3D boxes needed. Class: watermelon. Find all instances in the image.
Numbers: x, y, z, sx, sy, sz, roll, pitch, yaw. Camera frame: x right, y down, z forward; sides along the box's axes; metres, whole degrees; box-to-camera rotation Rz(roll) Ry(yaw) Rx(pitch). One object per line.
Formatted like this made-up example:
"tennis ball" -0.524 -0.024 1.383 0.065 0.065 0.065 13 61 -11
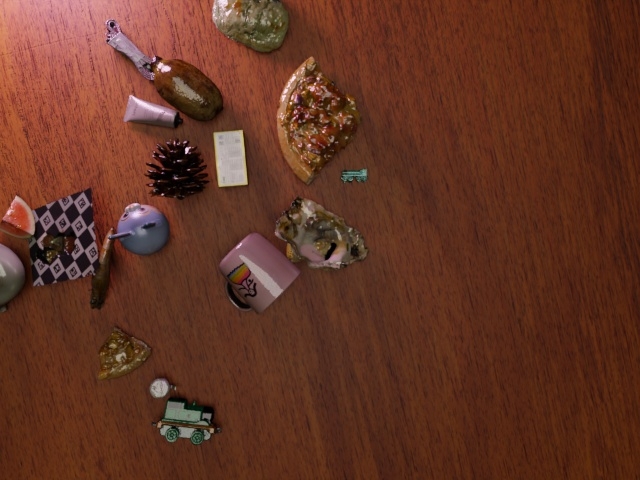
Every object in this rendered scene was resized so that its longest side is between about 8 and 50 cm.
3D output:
"watermelon" -0.941 -0.059 1.823 0.135 0.094 0.125 35 92 13

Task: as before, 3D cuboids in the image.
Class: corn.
"corn" -0.066 -0.027 1.912 0.067 0.067 0.206 13 91 -5

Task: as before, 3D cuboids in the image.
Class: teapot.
"teapot" -0.506 0.474 1.899 0.083 0.064 0.064 4 85 -9
"teapot" -1.057 0.074 1.799 0.318 0.149 0.220 36 97 -6

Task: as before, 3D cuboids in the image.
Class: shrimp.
"shrimp" -0.680 0.083 1.851 0.058 0.169 0.296 15 126 -15

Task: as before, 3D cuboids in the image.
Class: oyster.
"oyster" -0.002 0.003 1.872 0.355 0.107 0.201 27 60 -23

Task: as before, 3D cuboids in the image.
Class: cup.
"cup" -0.216 0.114 1.863 0.200 0.191 0.253 45 121 -1

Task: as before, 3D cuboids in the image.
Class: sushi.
"sushi" -0.782 0.001 1.822 0.290 0.050 0.263 -13 82 25

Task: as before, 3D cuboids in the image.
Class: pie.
"pie" -0.215 -0.721 1.864 0.248 0.090 0.201 22 87 -9

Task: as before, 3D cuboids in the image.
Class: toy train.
"toy train" -0.429 0.579 1.898 0.228 0.091 0.136 6 81 -5
"toy train" 0.112 -0.213 1.939 0.092 0.029 0.045 0 85 -3

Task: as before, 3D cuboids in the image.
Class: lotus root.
"lotus root" -0.421 -0.478 1.836 0.260 0.128 0.145 40 69 -14

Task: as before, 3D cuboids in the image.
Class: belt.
"belt" -0.595 -0.592 1.858 0.071 0.053 0.232 -45 95 -1

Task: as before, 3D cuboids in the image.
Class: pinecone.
"pinecone" -0.445 -0.218 1.811 0.208 0.208 0.207 0 92 -4

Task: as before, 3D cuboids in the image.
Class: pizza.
"pizza" -0.641 0.354 1.886 0.182 0.062 0.161 -15 92 -2
"pizza" -0.006 -0.379 1.889 0.278 0.114 0.408 8 94 0

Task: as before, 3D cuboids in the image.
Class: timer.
"timer" -0.555 -0.048 1.792 0.175 0.255 0.175 -2 71 5

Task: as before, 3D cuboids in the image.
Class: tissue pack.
"tissue pack" -0.285 -0.260 1.889 0.095 0.062 0.176 -6 93 -2

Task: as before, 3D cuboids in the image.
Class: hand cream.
"hand cream" -0.529 -0.400 1.874 0.186 0.054 0.087 13 88 2
